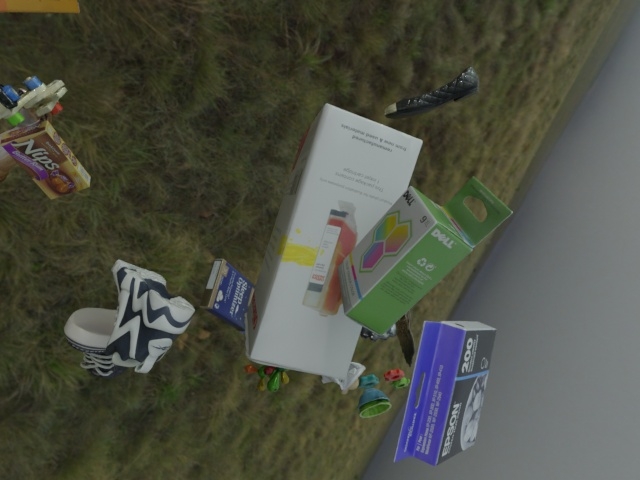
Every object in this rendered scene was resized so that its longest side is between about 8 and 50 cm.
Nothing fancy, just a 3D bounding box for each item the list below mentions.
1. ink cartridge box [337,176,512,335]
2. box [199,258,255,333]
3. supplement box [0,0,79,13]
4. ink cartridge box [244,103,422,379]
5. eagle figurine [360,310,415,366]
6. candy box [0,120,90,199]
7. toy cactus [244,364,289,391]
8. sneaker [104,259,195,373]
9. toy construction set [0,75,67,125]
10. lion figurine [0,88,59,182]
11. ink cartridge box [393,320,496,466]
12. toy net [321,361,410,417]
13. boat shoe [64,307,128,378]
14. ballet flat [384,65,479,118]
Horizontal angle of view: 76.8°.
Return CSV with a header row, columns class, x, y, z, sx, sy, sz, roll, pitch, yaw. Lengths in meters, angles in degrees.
class,x,y,z,sx,sy,sz,roll,pitch,yaw
ink cartridge box,0.111,0.004,0.492,0.209,0.062,0.109,-49,-159,21
box,-0.238,0.162,1.119,0.225,0.037,0.136,56,38,-53
supplement box,-0.505,-0.428,0.675,0.233,0.080,0.077,-83,-178,-61
ink cartridge box,0.000,0.000,0.711,0.279,0.161,0.384,-151,-101,-78
eagle figurine,0.172,0.102,0.923,0.298,0.227,0.225,-62,177,-9
candy box,-0.697,-0.203,1.037,0.109,0.053,0.186,-20,140,-6
toy cactus,-0.102,0.275,1.030,0.180,0.112,0.219,-64,176,21
sneaker,-0.319,0.134,0.684,0.094,0.235,0.152,35,82,-54
toy construction set,-0.694,-0.357,0.815,0.151,0.215,0.328,-45,134,1
lion figurine,-0.865,-0.265,1.119,0.392,0.142,0.240,-32,-169,-8
ink cartridge box,0.202,0.229,0.624,0.208,0.045,0.206,13,88,-47
toy net,0.088,0.272,0.752,0.122,0.045,0.232,-28,139,15
boat shoe,-0.469,0.240,0.890,0.158,0.127,0.340,-62,178,-7
ballet flat,0.198,-0.261,0.732,0.173,0.049,0.057,-18,-178,7
